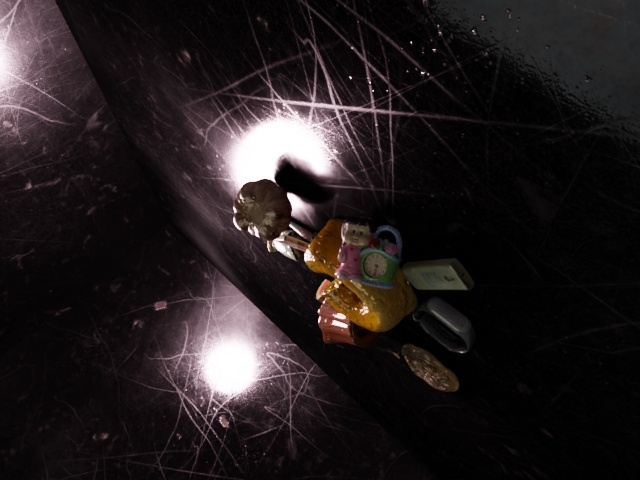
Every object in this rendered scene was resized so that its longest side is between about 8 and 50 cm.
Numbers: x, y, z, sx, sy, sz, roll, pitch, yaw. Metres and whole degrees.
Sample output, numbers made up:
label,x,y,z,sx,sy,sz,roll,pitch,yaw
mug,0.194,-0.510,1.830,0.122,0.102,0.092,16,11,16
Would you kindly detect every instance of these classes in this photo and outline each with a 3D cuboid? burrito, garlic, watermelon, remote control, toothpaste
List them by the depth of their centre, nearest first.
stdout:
label,x,y,z,sx,sy,sz,roll,pitch,yaw
remote control,0.323,0.098,1.310,0.098,0.038,0.233,50,158,-12
garlic,-0.210,-0.117,1.743,0.245,0.160,0.244,6,108,19
toothpaste,-0.079,-0.039,1.844,0.205,0.036,0.056,33,163,39
burrito,-0.159,0.001,2.000,0.229,0.089,0.143,19,132,50
watermelon,0.036,0.213,2.021,0.135,0.125,0.094,-107,30,-42

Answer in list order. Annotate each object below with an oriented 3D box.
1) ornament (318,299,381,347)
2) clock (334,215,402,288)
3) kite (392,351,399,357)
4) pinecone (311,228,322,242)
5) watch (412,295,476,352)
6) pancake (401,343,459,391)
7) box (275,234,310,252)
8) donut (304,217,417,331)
label,x,y,z,sx,sy,sz,roll,pitch,yaw
ornament,0.132,0.337,1.912,0.221,0.235,0.218,29,167,-30
clock,0.143,0.030,1.361,0.194,0.195,0.100,10,-176,25
kite,0.338,0.508,2.085,0.044,0.002,0.078,33,157,33
pinecone,0.000,0.000,1.701,0.077,0.077,0.083,31,155,35
watch,0.386,0.264,1.457,0.206,0.068,0.193,34,156,25
pancake,0.425,0.503,1.843,0.282,0.049,0.282,39,159,18
box,-0.079,0.019,1.819,0.198,0.029,0.109,22,172,-28
donut,0.135,0.150,1.593,0.378,0.163,0.435,27,151,39
